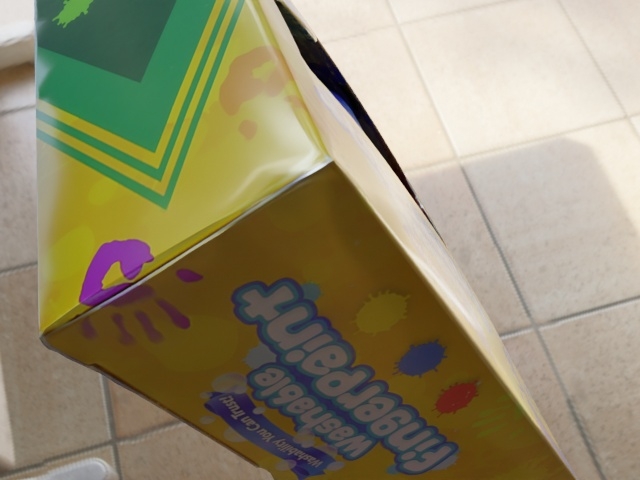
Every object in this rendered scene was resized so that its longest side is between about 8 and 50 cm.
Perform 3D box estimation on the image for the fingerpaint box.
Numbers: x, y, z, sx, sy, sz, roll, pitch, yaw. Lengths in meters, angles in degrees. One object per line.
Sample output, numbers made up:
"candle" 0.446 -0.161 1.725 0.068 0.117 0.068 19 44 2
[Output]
"fingerpaint box" 0.000 0.000 0.587 0.163 0.445 0.371 -31 45 10
